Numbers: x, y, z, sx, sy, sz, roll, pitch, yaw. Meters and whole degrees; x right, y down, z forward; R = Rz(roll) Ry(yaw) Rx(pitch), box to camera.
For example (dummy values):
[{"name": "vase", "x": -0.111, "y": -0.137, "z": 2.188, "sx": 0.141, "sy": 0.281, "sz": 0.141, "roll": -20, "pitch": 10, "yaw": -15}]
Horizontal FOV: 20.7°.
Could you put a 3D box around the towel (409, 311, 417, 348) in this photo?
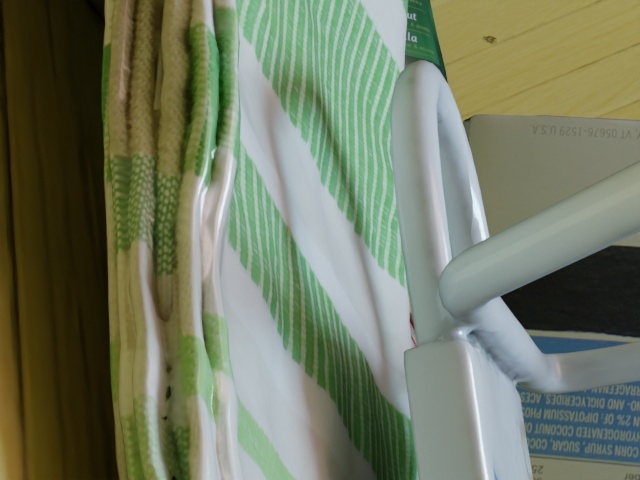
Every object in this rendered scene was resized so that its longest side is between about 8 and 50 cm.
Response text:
[{"name": "towel", "x": 0.084, "y": 0.153, "z": 1.078, "sx": 0.144, "sy": 0.029, "sz": 0.197, "roll": -102, "pitch": 171, "yaw": -63}]

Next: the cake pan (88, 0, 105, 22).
[{"name": "cake pan", "x": -0.086, "y": -0.188, "z": 0.605, "sx": 0.293, "sy": 0.054, "sz": 0.293, "roll": -22, "pitch": 90, "yaw": -85}]

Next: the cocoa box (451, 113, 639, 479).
[{"name": "cocoa box", "x": 0.187, "y": 0.114, "z": 0.810, "sx": 0.347, "sy": 0.231, "sz": 0.228, "roll": 56, "pitch": 40, "yaw": -66}]

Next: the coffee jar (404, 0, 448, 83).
[{"name": "coffee jar", "x": 0.002, "y": -0.116, "z": 0.760, "sx": 0.096, "sy": 0.079, "sz": 0.184, "roll": -34, "pitch": -122, "yaw": 54}]

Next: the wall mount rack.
[{"name": "wall mount rack", "x": 0.091, "y": 0.101, "z": 0.398, "sx": 0.304, "sy": 0.130, "sz": 0.350, "roll": 43, "pitch": 38, "yaw": -73}]

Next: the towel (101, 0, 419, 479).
[{"name": "towel", "x": 0.000, "y": 0.000, "z": 0.453, "sx": 0.248, "sy": 0.038, "sz": 0.325, "roll": 61, "pitch": 20, "yaw": -58}]
